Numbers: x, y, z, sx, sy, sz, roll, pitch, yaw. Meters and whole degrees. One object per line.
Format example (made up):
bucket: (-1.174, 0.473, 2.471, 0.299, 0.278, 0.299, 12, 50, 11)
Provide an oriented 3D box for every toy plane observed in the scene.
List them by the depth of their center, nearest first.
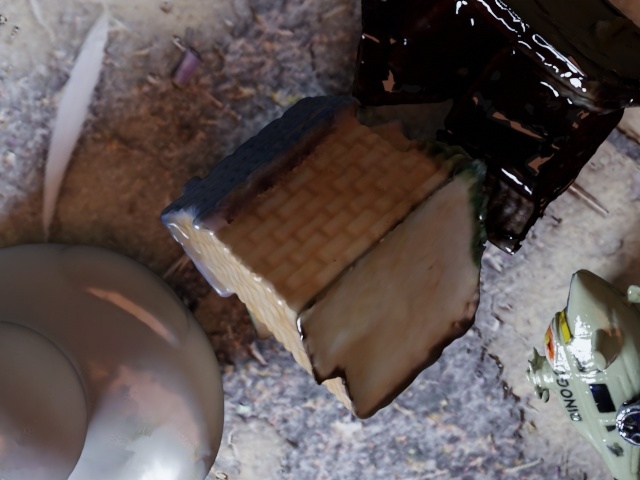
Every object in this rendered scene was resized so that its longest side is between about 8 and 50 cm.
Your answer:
toy plane: (0.225, 0.150, 1.088, 0.108, 0.092, 0.286, -11, 114, 24)

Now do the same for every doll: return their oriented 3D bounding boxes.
doll: (-0.188, 0.114, 0.977, 0.251, 0.221, 0.221, 23, 109, -13)

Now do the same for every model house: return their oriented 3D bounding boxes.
model house: (0.000, 0.000, 0.961, 0.166, 0.172, 0.183, -43, 148, -18)
model house: (0.116, -0.107, 0.969, 0.203, 0.141, 0.164, 45, 127, 2)
